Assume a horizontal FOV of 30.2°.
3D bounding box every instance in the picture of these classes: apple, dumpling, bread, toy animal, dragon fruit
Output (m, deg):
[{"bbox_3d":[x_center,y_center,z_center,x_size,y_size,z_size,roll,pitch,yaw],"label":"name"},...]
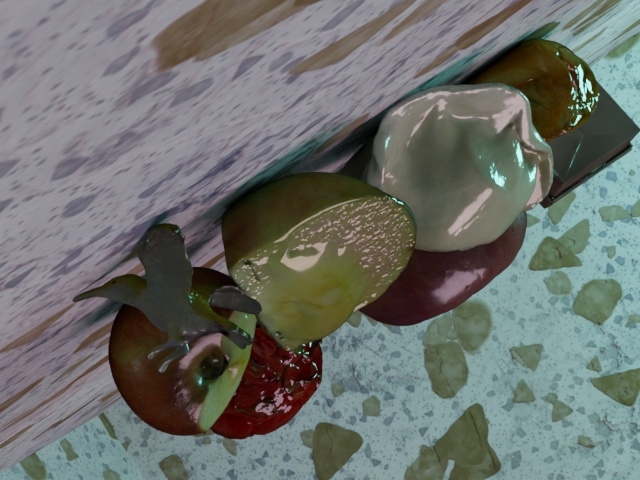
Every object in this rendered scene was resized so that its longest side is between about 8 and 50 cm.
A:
[{"bbox_3d":[0.000,0.000,1.223,0.193,0.120,0.265,-26,153,1],"label":"apple"},{"bbox_3d":[0.147,-0.100,1.384,0.318,0.187,0.243,-13,137,-35],"label":"dumpling"},{"bbox_3d":[-0.157,0.121,1.332,0.173,0.160,0.195,-95,-162,-76],"label":"apple"},{"bbox_3d":[0.284,-0.189,1.598,0.167,0.132,0.294,-35,178,22],"label":"bread"},{"bbox_3d":[-0.143,0.063,1.048,0.155,0.095,0.219,-15,155,3],"label":"toy animal"},{"bbox_3d":[0.135,-0.021,1.651,0.305,0.235,0.306,-34,180,0],"label":"apple"},{"bbox_3d":[-0.130,0.207,2.079,0.277,0.277,0.342,-33,172,-28],"label":"dragon fruit"}]

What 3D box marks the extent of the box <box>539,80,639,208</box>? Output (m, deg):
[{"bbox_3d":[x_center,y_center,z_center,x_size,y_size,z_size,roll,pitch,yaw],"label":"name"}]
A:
[{"bbox_3d":[0.405,-0.198,2.031,0.215,0.215,0.086,-32,166,-25],"label":"box"}]
